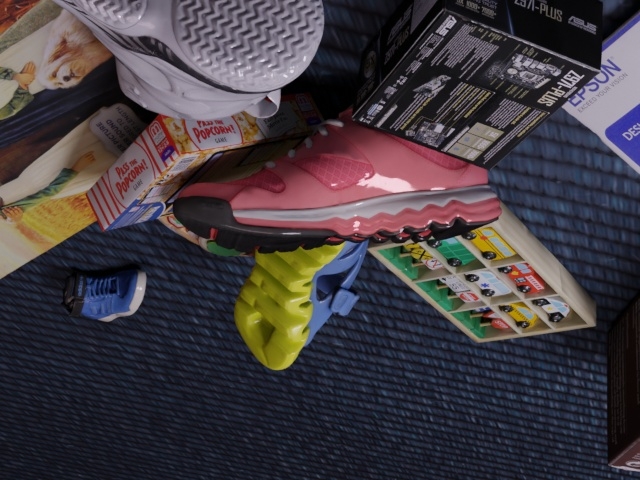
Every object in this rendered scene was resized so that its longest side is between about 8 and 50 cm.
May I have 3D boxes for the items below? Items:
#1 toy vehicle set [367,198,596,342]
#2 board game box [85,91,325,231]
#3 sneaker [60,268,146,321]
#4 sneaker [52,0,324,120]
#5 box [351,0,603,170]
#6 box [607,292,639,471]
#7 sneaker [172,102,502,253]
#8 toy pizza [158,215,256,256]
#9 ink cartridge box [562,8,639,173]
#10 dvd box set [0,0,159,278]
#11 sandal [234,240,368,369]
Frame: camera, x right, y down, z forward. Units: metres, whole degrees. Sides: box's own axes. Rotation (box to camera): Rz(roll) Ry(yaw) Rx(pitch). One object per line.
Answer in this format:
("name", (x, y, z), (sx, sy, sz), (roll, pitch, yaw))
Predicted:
("toy vehicle set", (0.197, 0.043, 1.363), (0.166, 0.035, 0.267), (-13, 144, 34))
("board game box", (-0.108, -0.077, 1.099), (0.193, 0.045, 0.147), (-16, 164, -47))
("sneaker", (-0.296, 0.069, 1.527), (0.085, 0.058, 0.152), (16, 158, -29))
("sneaker", (-0.173, -0.208, 0.904), (0.366, 0.137, 0.210), (30, 168, 0))
("box", (0.132, -0.154, 0.989), (0.147, 0.077, 0.180), (18, 150, -15))
("box", (0.444, 0.116, 1.269), (0.143, 0.191, 0.381), (9, 152, -1))
("sneaker", (0.013, -0.064, 1.083), (0.314, 0.136, 0.116), (-4, 171, -16))
("toy pizza", (-0.104, -0.027, 1.329), (0.201, 0.032, 0.201), (7, 151, 4))
("ink cartridge box", (0.398, -0.115, 0.957), (0.307, 0.072, 0.303), (41, 145, -4))
("dvd box set", (-0.363, -0.076, 1.087), (0.420, 0.062, 0.307), (-30, 140, 7))
("sandal", (0.000, 0.000, 1.262), (0.126, 0.138, 0.317), (46, 139, 23))
